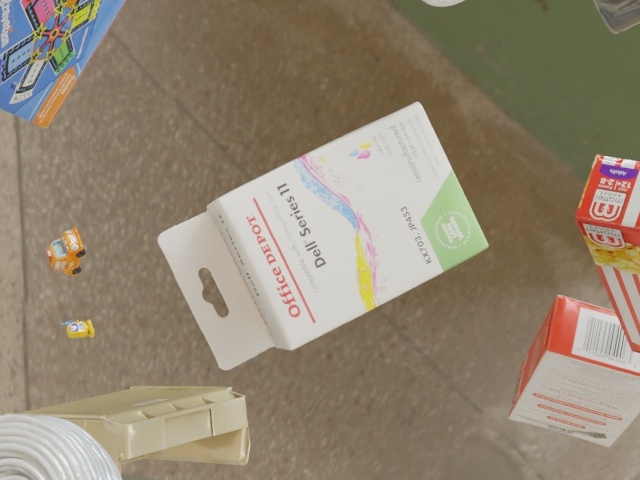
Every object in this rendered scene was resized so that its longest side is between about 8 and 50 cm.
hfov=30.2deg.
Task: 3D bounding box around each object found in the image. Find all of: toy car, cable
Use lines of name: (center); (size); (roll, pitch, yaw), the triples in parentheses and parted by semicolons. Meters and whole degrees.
toy car: (-0.287, 0.050, 1.364); (0.040, 0.060, 0.122); (-7, 70, -28)
cable: (-0.336, 0.319, 1.318); (0.257, 0.089, 0.257); (-2, 68, 23)

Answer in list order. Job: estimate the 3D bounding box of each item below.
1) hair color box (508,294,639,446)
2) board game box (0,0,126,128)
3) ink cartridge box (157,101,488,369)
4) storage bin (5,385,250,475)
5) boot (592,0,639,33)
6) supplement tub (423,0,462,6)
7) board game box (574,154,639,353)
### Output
hair color box: (0.214, 0.109, 0.959); (0.093, 0.167, 0.053); (15, 63, 5)
board game box: (-0.209, -0.231, 0.927); (0.145, 0.281, 0.027); (25, 21, -33)
ink cartridge box: (0.000, 0.000, 1.459); (0.353, 0.119, 0.207); (-27, 93, -12)
storage bin: (-0.280, 0.295, 1.753); (0.262, 0.260, 0.123); (-5, 90, -51)
boot: (0.370, -0.252, 1.170); (0.076, 0.208, 0.190); (6, 69, -48)
supplement tub: (0.112, -0.385, 1.397); (0.144, 0.144, 0.200); (-31, 60, -24)
board game box: (0.243, 0.026, 0.695); (0.146, 0.193, 0.045); (12, 68, 31)
